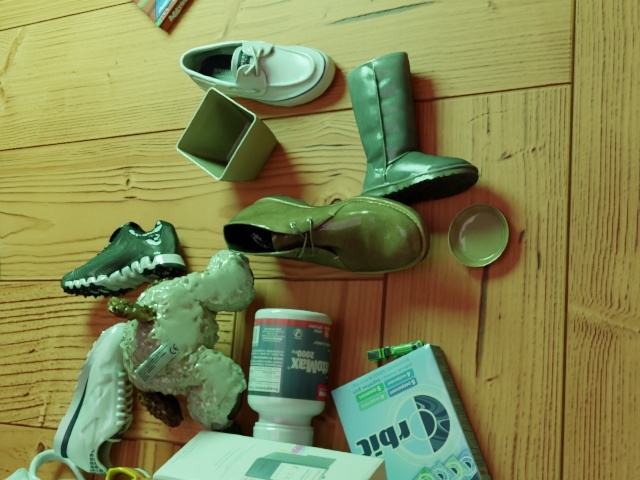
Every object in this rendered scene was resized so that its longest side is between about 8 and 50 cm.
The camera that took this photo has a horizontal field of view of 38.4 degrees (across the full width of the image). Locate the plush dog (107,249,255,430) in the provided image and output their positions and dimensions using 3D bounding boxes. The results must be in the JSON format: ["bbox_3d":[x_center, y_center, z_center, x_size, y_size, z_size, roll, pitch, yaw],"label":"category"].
[{"bbox_3d":[-0.223,0.145,1.328,0.225,0.210,0.263,141,136,-58],"label":"plush dog"}]

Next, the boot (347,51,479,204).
[{"bbox_3d":[0.121,-0.158,1.257,0.189,0.076,0.209,-10,67,30],"label":"boot"}]

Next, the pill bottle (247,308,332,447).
[{"bbox_3d":[-0.043,0.188,1.248,0.108,0.108,0.180,-2,79,31],"label":"pill bottle"}]

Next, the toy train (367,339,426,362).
[{"bbox_3d":[0.100,0.146,1.220,0.083,0.023,0.017,-17,70,28],"label":"toy train"}]

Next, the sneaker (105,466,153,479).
[{"bbox_3d":[-0.247,0.381,1.353,0.175,0.067,0.064,9,82,31],"label":"sneaker"}]

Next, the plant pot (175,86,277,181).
[{"bbox_3d":[-0.131,-0.148,1.387,0.109,0.096,0.109,36,97,33],"label":"plant pot"}]

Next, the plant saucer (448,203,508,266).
[{"bbox_3d":[0.207,-0.005,1.194,0.083,0.015,0.083,-8,74,30],"label":"plant saucer"}]

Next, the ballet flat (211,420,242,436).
[{"bbox_3d":[-0.141,0.343,1.318,0.049,0.057,0.173,164,117,-71],"label":"ballet flat"}]

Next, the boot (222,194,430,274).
[{"bbox_3d":[0.000,0.000,1.245,0.305,0.115,0.112,5,107,35],"label":"boot"}]

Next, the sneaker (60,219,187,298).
[{"bbox_3d":[-0.317,0.027,1.476,0.234,0.078,0.106,-15,68,24],"label":"sneaker"}]

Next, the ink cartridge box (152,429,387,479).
[{"bbox_3d":[-0.020,0.371,1.139,0.353,0.119,0.207,2,112,32],"label":"ink cartridge box"}]

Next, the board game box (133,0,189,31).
[{"bbox_3d":[-0.224,-0.509,1.570,0.281,0.027,0.145,-51,57,12],"label":"board game box"}]

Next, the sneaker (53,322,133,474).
[{"bbox_3d":[-0.329,0.245,1.436,0.094,0.090,0.235,20,94,21],"label":"sneaker"}]

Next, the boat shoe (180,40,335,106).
[{"bbox_3d":[-0.103,-0.258,1.402,0.258,0.084,0.095,2,79,32],"label":"boat shoe"}]

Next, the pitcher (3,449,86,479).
[{"bbox_3d":[-0.388,0.404,1.407,0.207,0.178,0.126,13,126,18],"label":"pitcher"}]

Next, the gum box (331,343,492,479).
[{"bbox_3d":[0.113,0.249,1.178,0.157,0.041,0.184,-30,64,22],"label":"gum box"}]
